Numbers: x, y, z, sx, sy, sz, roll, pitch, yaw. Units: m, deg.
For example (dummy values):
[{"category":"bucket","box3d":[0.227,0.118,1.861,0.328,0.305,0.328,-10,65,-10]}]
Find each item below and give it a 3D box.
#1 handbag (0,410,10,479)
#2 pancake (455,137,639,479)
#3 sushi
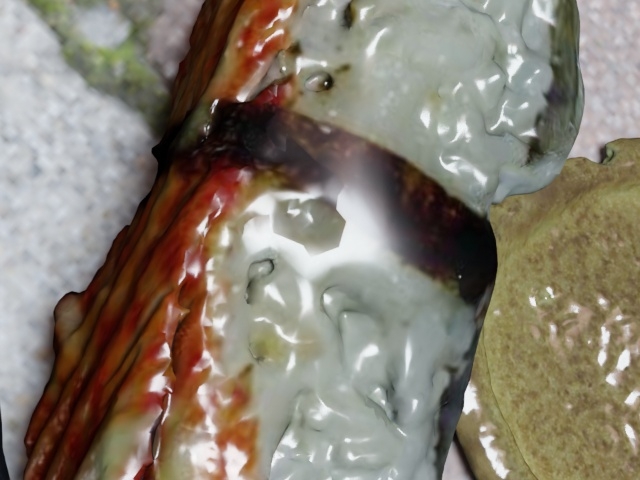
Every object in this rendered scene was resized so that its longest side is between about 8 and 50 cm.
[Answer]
[{"category":"handbag","box3d":[-0.178,0.029,0.420,0.211,0.089,0.254,-6,83,-51]},{"category":"pancake","box3d":[0.135,0.050,0.596,0.199,0.021,0.199,6,74,-21]},{"category":"sushi","box3d":[0.000,0.000,0.500,0.130,0.124,0.332,26,70,-25]}]
